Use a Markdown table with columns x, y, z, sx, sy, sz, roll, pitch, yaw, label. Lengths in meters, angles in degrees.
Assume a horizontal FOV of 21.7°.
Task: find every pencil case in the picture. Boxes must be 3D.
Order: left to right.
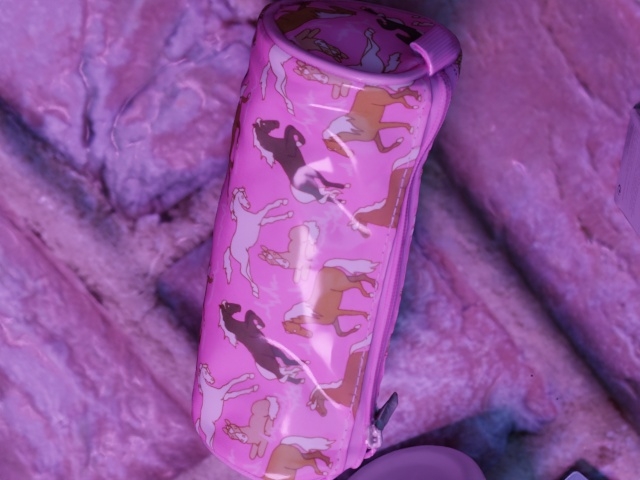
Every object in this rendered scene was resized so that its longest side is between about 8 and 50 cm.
| x | y | z | sx | sy | sz | roll | pitch | yaw | label |
| --- | --- | --- | --- | --- | --- | --- | --- | --- | --- |
| 0.000 | 0.000 | 1.311 | 0.167 | 0.160 | 0.386 | 5 | 116 | -9 | pencil case |

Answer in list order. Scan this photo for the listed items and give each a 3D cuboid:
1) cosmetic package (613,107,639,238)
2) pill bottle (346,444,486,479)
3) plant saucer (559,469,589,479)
| x | y | z | sx | sy | sz | roll | pitch | yaw | label |
| --- | --- | --- | --- | --- | --- | --- | --- | --- | --- |
| 0.451 | -0.002 | 1.293 | 0.377 | 0.284 | 0.097 | 3 | 117 | -9 | cosmetic package |
| 0.116 | 0.327 | 1.499 | 0.153 | 0.153 | 0.264 | -22 | 118 | 5 | pill bottle |
| 0.278 | 0.282 | 1.573 | 0.192 | 0.018 | 0.067 | 38 | 107 | -24 | plant saucer |
